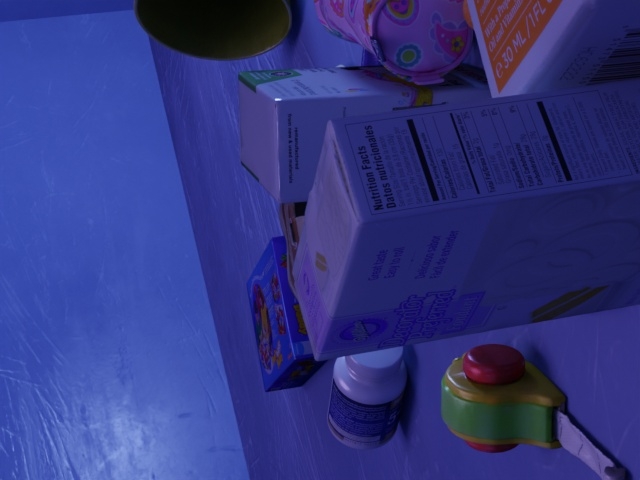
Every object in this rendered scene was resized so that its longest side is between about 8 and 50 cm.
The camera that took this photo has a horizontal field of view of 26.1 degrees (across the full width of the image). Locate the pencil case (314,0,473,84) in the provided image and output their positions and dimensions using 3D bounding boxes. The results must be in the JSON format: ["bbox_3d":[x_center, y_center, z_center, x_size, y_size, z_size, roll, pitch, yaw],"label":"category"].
[{"bbox_3d":[0.076,-0.253,1.536,0.284,0.124,0.124,-128,33,-66],"label":"pencil case"}]

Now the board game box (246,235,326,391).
[{"bbox_3d":[-0.064,0.146,2.665,0.347,0.078,0.233,125,135,-71],"label":"board game box"}]

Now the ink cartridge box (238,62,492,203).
[{"bbox_3d":[0.063,-0.127,1.548,0.201,0.278,0.117,-134,42,-69],"label":"ink cartridge box"}]

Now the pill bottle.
[{"bbox_3d":[0.071,0.217,2.062,0.186,0.112,0.112,96,161,-47],"label":"pill bottle"}]

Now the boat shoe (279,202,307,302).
[{"bbox_3d":[0.000,0.000,2.232,0.324,0.123,0.116,-113,22,-44],"label":"boat shoe"}]

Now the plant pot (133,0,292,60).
[{"bbox_3d":[-0.179,-0.517,2.453,0.275,0.275,0.293,109,166,-62],"label":"plant pot"}]

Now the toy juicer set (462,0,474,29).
[{"bbox_3d":[0.194,-0.234,1.338,0.209,0.089,0.329,-178,81,-77],"label":"toy juicer set"}]

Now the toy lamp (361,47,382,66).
[{"bbox_3d":[0.099,-0.130,1.821,0.080,0.080,0.274,168,95,-77],"label":"toy lamp"}]

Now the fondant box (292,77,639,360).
[{"bbox_3d":[0.157,-0.017,1.096,0.238,0.330,0.096,105,154,-60],"label":"fondant box"}]

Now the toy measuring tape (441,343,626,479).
[{"bbox_3d":[0.206,0.197,1.481,0.330,0.121,0.121,-128,33,-65],"label":"toy measuring tape"}]

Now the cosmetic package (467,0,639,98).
[{"bbox_3d":[0.195,-0.348,1.114,0.230,0.162,0.453,116,144,-66],"label":"cosmetic package"}]

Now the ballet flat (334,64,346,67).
[{"bbox_3d":[0.022,-0.220,2.086,0.248,0.086,0.086,-149,52,-74],"label":"ballet flat"}]
